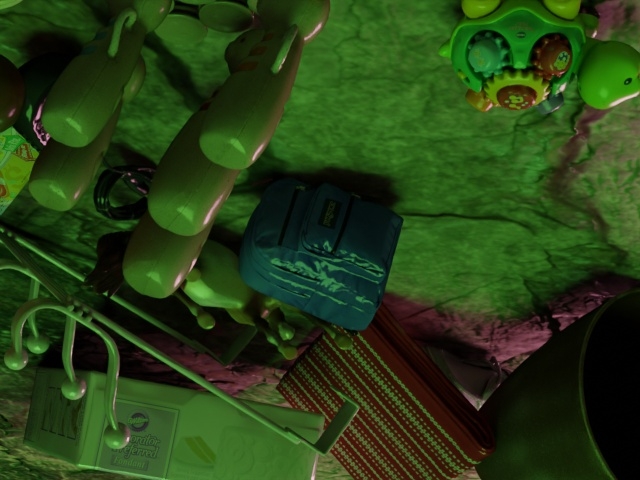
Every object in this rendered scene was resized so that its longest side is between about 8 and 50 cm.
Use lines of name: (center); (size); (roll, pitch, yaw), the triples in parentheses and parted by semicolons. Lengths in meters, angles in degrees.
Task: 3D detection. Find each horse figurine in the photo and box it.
horse figurine: (-0.094, 0.039, 1.197); (0.263, 0.066, 0.174); (24, -173, -35)

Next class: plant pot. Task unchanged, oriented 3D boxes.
plant pot: (0.252, 0.179, 1.322); (0.215, 0.215, 0.230); (18, 153, -27)

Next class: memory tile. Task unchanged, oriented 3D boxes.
memory tile: (-0.089, -0.170, 0.863); (0.113, 0.012, 0.148); (-11, 152, 29)

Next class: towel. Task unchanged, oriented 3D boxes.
towel: (0.061, 0.174, 1.424); (0.199, 0.031, 0.275); (49, 151, 6)

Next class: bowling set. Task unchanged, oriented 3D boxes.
bowling set: (-0.119, -0.103, 0.873); (0.199, 0.154, 0.287); (30, 152, -9)

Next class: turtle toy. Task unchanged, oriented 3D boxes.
turtle toy: (0.139, -0.115, 0.881); (0.130, 0.066, 0.095); (2, 155, 5)

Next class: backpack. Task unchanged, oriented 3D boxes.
backpack: (0.000, 0.000, 1.122); (0.120, 0.098, 0.101); (20, 144, -3)

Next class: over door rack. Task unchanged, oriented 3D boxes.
over door rack: (-0.159, 0.102, 1.218); (0.324, 0.108, 0.239); (22, -175, -32)

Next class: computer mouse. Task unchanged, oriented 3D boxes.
computer mouse: (-0.175, -0.074, 1.044); (0.041, 0.071, 0.242); (34, 169, 22)

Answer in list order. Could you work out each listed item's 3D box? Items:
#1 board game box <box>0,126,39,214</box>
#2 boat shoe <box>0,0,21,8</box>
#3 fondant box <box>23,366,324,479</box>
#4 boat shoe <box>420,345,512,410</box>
board game box: (-0.275, -0.071, 1.087); (0.103, 0.026, 0.154); (16, 153, -23)
boat shoe: (-0.249, -0.179, 0.809); (0.170, 0.063, 0.059); (12, 160, -14)
fondant box: (-0.166, 0.200, 1.467); (0.238, 0.096, 0.330); (13, 170, -19)
boat shoe: (0.167, 0.157, 1.467); (0.081, 0.079, 0.227); (-31, 143, 12)
